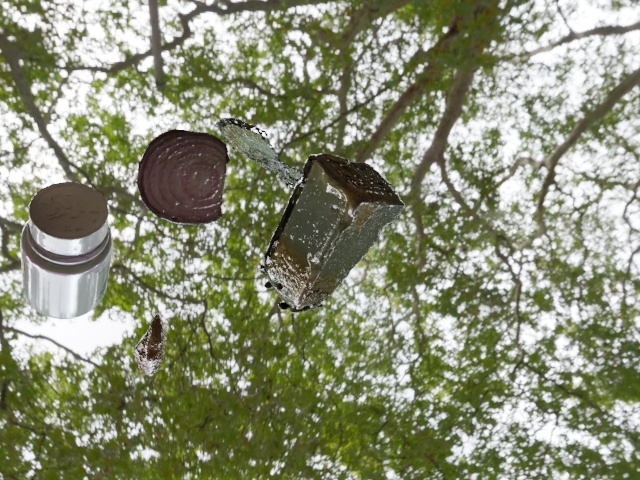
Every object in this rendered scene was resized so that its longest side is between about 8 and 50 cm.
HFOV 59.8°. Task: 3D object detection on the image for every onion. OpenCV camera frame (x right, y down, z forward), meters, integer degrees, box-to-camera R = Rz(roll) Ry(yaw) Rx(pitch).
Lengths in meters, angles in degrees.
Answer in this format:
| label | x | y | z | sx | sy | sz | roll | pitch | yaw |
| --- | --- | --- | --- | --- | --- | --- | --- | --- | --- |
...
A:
| label | x | y | z | sx | sy | sz | roll | pitch | yaw |
| --- | --- | --- | --- | --- | --- | --- | --- | --- | --- |
| onion | -0.379 | -0.174 | 1.483 | 0.247 | 0.250 | 0.111 | 1 | -163 | -37 |

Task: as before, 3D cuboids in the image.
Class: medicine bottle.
| label | x | y | z | sx | sy | sz | roll | pitch | yaw |
| --- | --- | --- | --- | --- | --- | --- | --- | --- | --- |
| medicine bottle | -0.511 | 0.025 | 1.123 | 0.170 | 0.293 | 0.170 | 13 | -128 | -16 |

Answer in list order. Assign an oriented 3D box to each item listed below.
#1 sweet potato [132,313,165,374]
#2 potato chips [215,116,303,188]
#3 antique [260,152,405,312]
| label | x | y | z | sx | sy | sz | roll | pitch | yaw |
| --- | --- | --- | --- | --- | --- | --- | --- | --- | --- |
| sweet potato | -0.368 | 0.233 | 1.204 | 0.068 | 0.206 | 0.060 | 14 | -144 | -17 |
| potato chips | -0.103 | -0.164 | 1.073 | 0.220 | 0.202 | 0.029 | 40 | -106 | -33 |
| antique | 0.000 | 0.000 | 0.956 | 0.150 | 0.284 | 0.125 | -2 | -137 | -48 |
